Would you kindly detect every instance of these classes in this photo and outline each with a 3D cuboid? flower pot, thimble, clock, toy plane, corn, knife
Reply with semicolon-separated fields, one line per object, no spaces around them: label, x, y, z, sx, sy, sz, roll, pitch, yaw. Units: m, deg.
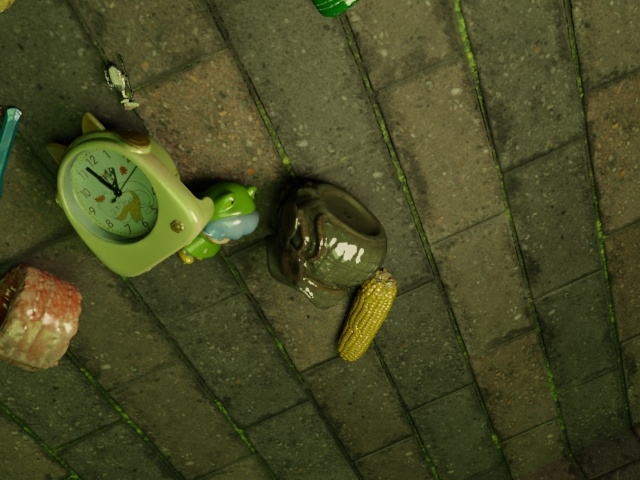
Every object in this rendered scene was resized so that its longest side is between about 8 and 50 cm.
flower pot;0.000;0.000;1.652;0.301;0.302;0.213;23;117;-28
thimble;0.038;-0.527;1.402;0.130;0.118;0.090;-50;122;-13
clock;-0.430;-0.110;1.500;0.286;0.117;0.348;-29;106;27
toy plane;-0.426;-0.332;1.460;0.049;0.031;0.121;-18;124;-13
corn;0.127;0.220;1.943;0.106;0.106;0.305;10;121;-21
knife;-0.704;-0.160;1.505;0.044;0.026;0.297;16;115;-28
thimble;-0.677;0.183;1.612;0.162;0.239;0.239;31;111;-35

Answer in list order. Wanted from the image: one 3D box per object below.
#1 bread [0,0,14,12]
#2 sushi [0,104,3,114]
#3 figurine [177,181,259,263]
bread;-0.602;-0.523;1.216;0.179;0.133;0.250;30;113;-31
sushi;-0.703;-0.277;1.423;0.083;0.044;0.046;17;96;-27
figurine;-0.253;-0.038;1.640;0.263;0.143;0.162;-42;165;35
